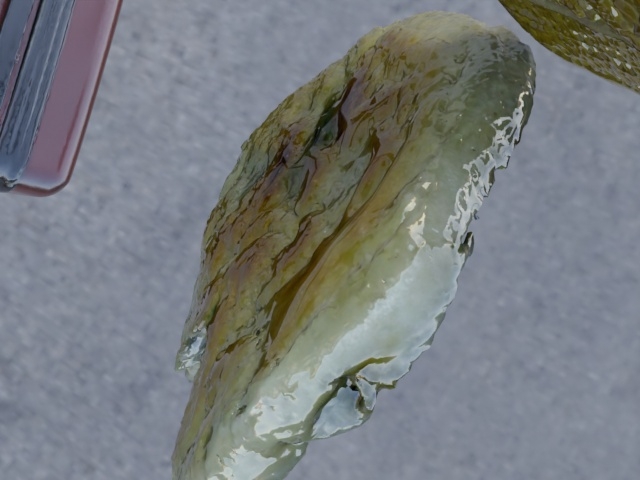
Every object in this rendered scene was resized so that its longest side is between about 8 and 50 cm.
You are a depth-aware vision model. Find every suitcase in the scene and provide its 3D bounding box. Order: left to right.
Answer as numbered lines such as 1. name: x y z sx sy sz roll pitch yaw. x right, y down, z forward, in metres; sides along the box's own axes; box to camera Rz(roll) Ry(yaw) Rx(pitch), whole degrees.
1. suitcase: -0.300 -0.194 1.528 0.161 0.236 0.297 19 85 -30

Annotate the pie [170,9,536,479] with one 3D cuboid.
1. pie: 0.000 0.000 0.900 0.075 0.337 0.337 30 87 -17

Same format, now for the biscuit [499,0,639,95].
1. biscuit: 0.110 -0.112 0.687 0.029 0.254 0.172 -46 121 0
